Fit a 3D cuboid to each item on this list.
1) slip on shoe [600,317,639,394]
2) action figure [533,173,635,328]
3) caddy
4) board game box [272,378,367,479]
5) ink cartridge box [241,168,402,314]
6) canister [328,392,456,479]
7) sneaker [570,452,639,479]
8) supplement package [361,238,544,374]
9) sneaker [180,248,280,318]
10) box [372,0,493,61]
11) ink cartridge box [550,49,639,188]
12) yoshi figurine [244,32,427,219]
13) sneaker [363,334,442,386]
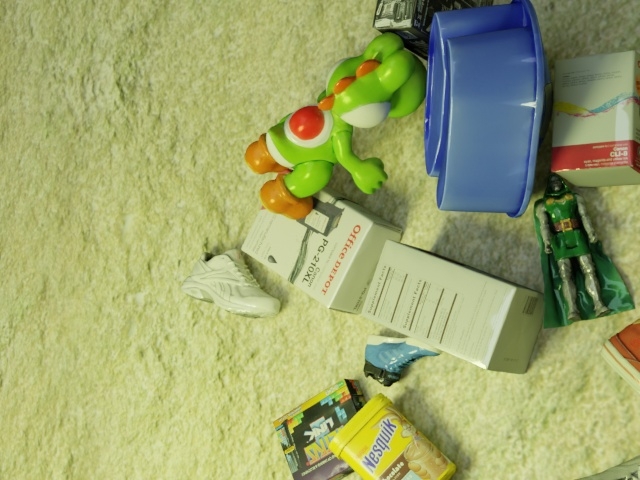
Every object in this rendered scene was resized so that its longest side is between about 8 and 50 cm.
[{"bbox_3d":[0.528,0.221,1.441,0.101,0.123,0.331,-52,52,11],"label":"slip on shoe"},{"bbox_3d":[0.378,0.006,1.609,0.137,0.063,0.232,-12,71,4],"label":"action figure"},{"bbox_3d":[0.262,-0.196,1.600,0.241,0.179,0.341,-98,7,-57],"label":"caddy"},{"bbox_3d":[0.013,0.338,1.821,0.170,0.048,0.141,-35,61,25],"label":"board game box"},{"bbox_3d":[0.000,0.000,1.867,0.237,0.100,0.172,32,100,36],"label":"ink cartridge box"},{"bbox_3d":[0.117,0.347,1.697,0.126,0.073,0.170,-44,69,-10],"label":"canister"},{"bbox_3d":[0.407,0.364,1.489,0.262,0.121,0.099,-32,64,26],"label":"sneaker"},{"bbox_3d":[0.211,0.103,1.671,0.244,0.139,0.134,21,94,35],"label":"supplement package"},{"bbox_3d":[-0.163,0.074,1.979,0.232,0.090,0.115,17,87,36],"label":"sneaker"},{"bbox_3d":[0.203,-0.455,1.730,0.076,0.242,0.308,7,85,36],"label":"box"},{"bbox_3d":[0.427,-0.178,1.582,0.127,0.128,0.176,-3,79,35],"label":"ink cartridge box"},{"bbox_3d":[0.048,-0.195,1.750,0.362,0.203,0.203,-42,16,35],"label":"yoshi figurine"},{"bbox_3d":[0.134,0.204,1.754,0.152,0.058,0.085,1,75,40],"label":"sneaker"}]
